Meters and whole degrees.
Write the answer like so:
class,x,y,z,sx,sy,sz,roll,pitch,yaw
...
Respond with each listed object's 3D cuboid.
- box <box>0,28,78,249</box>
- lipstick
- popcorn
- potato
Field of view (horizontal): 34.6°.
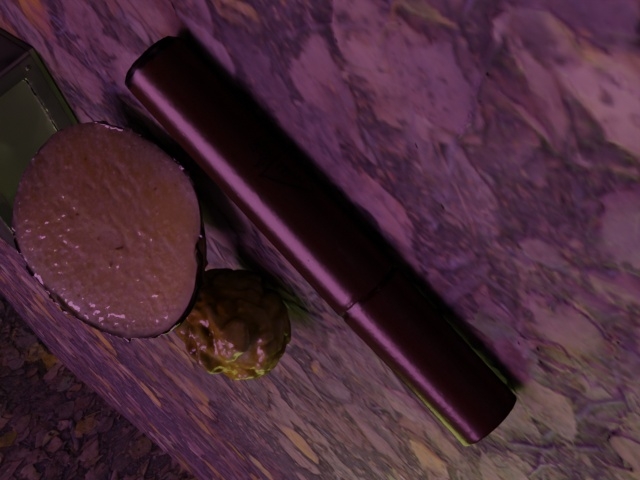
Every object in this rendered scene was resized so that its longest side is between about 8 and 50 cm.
class,x,y,z,sx,sy,sz,roll,pitch,yaw
box,-0.326,-0.096,1.103,0.086,0.129,0.225,32,157,36
lipstick,0.000,0.000,0.729,0.356,0.057,0.057,48,161,-3
popcorn,-0.086,0.085,0.994,0.121,0.116,0.106,15,139,14
potato,-0.175,-0.013,0.968,0.202,0.182,0.117,33,-168,10
